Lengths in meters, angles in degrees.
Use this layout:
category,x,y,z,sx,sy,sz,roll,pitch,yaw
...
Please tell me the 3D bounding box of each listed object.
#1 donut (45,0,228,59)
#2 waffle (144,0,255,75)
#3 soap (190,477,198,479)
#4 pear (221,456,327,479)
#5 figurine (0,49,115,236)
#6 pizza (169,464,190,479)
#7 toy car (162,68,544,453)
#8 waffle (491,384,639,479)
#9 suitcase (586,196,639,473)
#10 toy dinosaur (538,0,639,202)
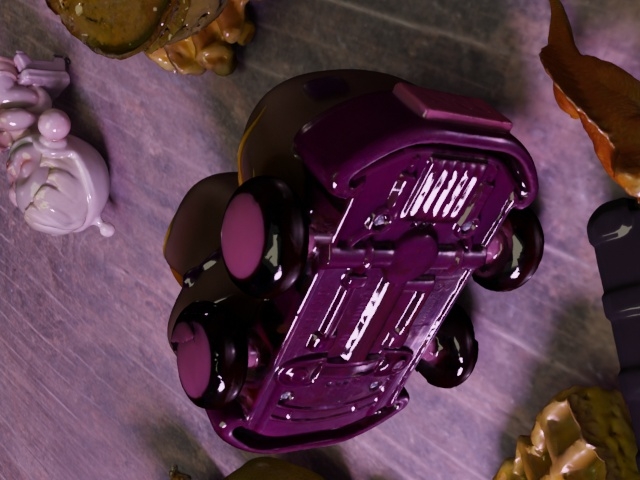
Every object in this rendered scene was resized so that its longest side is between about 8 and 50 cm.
category,x,y,z,sx,sy,sz,roll,pitch,yaw
donut,-0.165,-0.304,0.647,0.272,0.107,0.272,14,112,37
waffle,-0.155,-0.316,0.734,0.309,0.065,0.283,30,119,31
soap,-0.118,0.471,0.830,0.347,0.208,0.115,50,126,18
pear,-0.049,0.334,0.749,0.198,0.198,0.198,12,110,37
figurine,-0.358,-0.107,0.923,0.182,0.144,0.256,-28,81,20
pizza,-0.184,0.346,0.975,0.083,0.016,0.037,50,122,19
toy car,0.000,0.000,0.597,0.240,0.271,0.340,55,129,40
waffle,0.190,0.261,0.530,0.219,0.057,0.229,109,159,-44
suitcase,0.313,0.038,0.409,0.286,0.066,0.206,-21,69,41
toy dinosaur,0.175,-0.096,0.472,0.212,0.142,0.057,50,126,21
